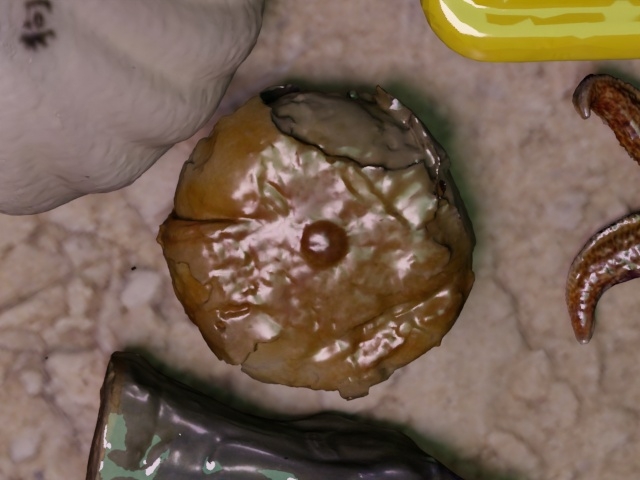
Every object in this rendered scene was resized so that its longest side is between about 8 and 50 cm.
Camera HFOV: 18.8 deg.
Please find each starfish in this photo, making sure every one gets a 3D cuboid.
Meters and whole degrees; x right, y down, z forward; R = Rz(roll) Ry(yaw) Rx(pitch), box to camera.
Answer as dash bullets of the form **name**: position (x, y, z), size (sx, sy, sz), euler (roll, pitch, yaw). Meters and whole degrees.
- **starfish**: position (0.216, -0.013, 0.945), size (0.213, 0.057, 0.238), euler (-19, 104, 8)

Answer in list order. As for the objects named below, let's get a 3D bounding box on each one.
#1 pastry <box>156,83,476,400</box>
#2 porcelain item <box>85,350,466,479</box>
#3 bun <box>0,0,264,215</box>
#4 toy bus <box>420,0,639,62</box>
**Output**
- **pastry**: position (-0.001, 0.000, 0.918), size (0.153, 0.081, 0.153), euler (-1, 114, -3)
- **porcelain item**: position (-0.005, 0.112, 0.945), size (0.215, 0.081, 0.069), euler (13, 100, -9)
- **bun**: position (-0.144, -0.126, 0.829), size (0.263, 0.175, 0.263), euler (-1, 105, -5)
- **toy bus**: position (0.134, -0.191, 0.710), size (0.249, 0.440, 0.209), euler (-2, 104, 4)
